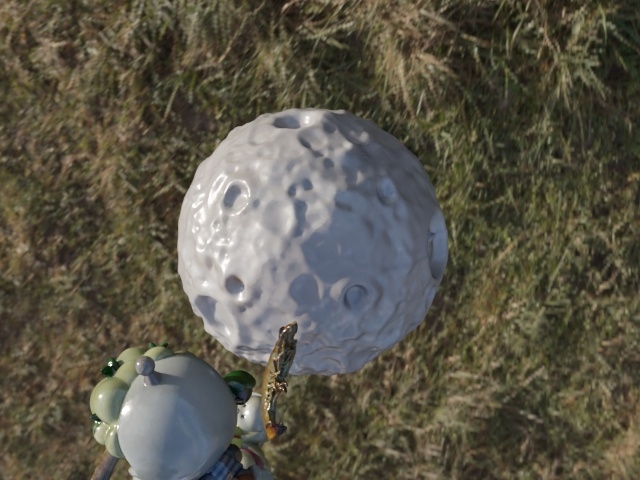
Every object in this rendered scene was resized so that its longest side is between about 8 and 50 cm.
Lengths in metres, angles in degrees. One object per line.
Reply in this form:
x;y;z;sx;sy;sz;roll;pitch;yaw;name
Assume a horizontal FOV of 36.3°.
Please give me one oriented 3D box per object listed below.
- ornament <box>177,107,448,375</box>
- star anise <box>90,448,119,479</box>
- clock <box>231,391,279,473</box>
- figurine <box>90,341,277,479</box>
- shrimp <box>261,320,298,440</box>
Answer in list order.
0.000;0.000;1.204;0.336;0.337;0.337;7;121;12;ornament
-0.246;0.403;1.144;0.108;0.292;0.350;-22;80;17;star anise
-0.137;0.343;1.642;0.144;0.231;0.103;-12;152;41;clock
-0.091;0.159;0.729;0.093;0.147;0.197;-6;124;49;figurine
-0.039;0.136;0.947;0.025;0.091;0.127;7;125;-11;shrimp
